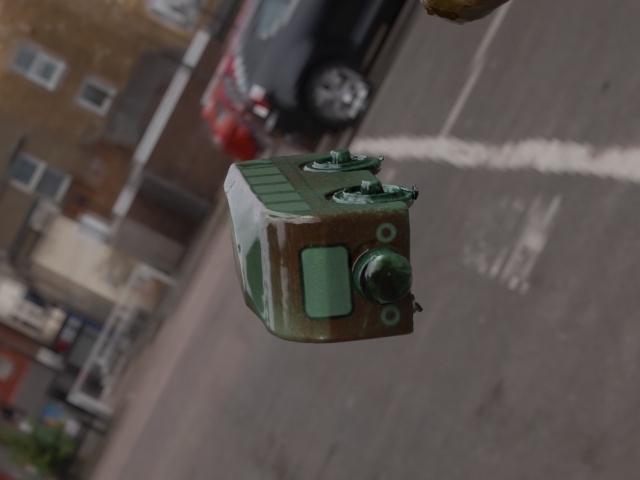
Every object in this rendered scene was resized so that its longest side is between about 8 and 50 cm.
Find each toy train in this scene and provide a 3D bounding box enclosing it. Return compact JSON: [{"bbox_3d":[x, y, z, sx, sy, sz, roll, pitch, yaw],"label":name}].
[{"bbox_3d":[0.000,0.000,1.640,0.326,0.159,0.129,-127,31,-74],"label":"toy train"}]

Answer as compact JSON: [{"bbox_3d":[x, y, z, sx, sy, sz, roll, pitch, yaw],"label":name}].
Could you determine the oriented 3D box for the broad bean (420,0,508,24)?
[{"bbox_3d":[0.152,-0.257,1.409,0.156,0.122,0.228,-7,50,48],"label":"broad bean"}]
